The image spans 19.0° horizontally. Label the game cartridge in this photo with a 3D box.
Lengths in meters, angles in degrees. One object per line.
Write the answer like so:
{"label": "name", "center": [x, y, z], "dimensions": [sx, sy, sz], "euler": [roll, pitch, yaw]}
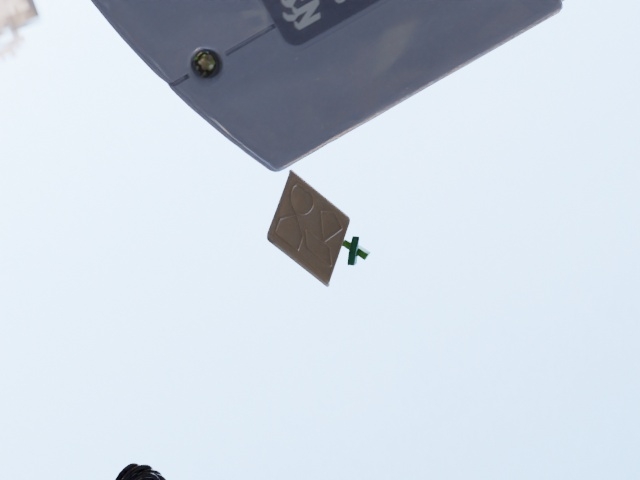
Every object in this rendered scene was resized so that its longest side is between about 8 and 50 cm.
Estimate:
{"label": "game cartridge", "center": [-0.031, -0.182, 0.758], "dimensions": [0.198, 0.297, 0.062], "euler": [-27, -153, 7]}

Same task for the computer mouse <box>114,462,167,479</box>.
{"label": "computer mouse", "center": [-0.076, 0.204, 1.158], "dimensions": [0.106, 0.193, 0.042], "euler": [-57, -145, 5]}

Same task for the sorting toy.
{"label": "sorting toy", "center": [0.000, 0.000, 1.242], "dimensions": [0.012, 0.083, 0.062], "euler": [-22, -140, 41]}
